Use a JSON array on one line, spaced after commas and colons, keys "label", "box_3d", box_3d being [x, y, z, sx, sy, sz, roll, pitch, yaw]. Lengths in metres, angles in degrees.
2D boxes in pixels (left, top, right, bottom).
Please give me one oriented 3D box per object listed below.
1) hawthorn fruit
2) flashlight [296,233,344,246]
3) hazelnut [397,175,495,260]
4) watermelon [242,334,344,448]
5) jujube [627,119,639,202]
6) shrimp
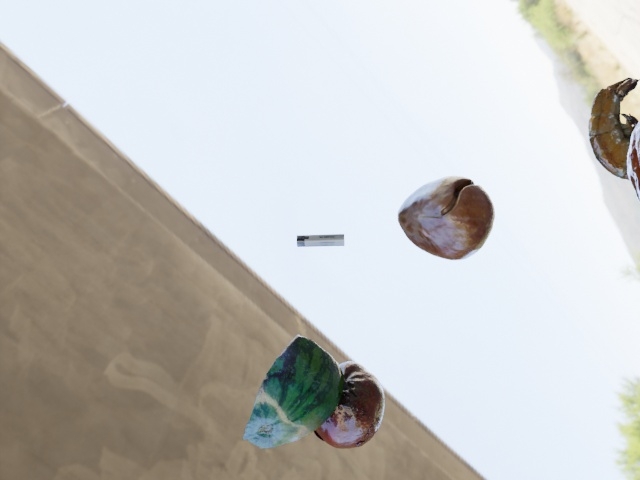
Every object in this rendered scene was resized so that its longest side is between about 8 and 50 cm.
[{"label": "hawthorn fruit", "box_3d": [0.066, 0.383, 1.351, 0.181, 0.181, 0.235, -89, -17, -46]}, {"label": "flashlight", "box_3d": [0.000, 0.000, 1.047, 0.018, 0.083, 0.018, -88, -5, -47]}, {"label": "hazelnut", "box_3d": [0.198, -0.035, 0.973, 0.143, 0.154, 0.143, -7, -79, -43]}, {"label": "watermelon", "box_3d": [-0.055, 0.291, 1.193, 0.231, 0.128, 0.146, -46, -46, -37]}, {"label": "jujube", "box_3d": [0.412, -0.060, 0.553, 0.190, 0.190, 0.255, 41, 178, -30]}, {"label": "shrimp", "box_3d": [0.658, -0.224, 1.186, 0.054, 0.290, 0.223, 96, 168, -70]}]
